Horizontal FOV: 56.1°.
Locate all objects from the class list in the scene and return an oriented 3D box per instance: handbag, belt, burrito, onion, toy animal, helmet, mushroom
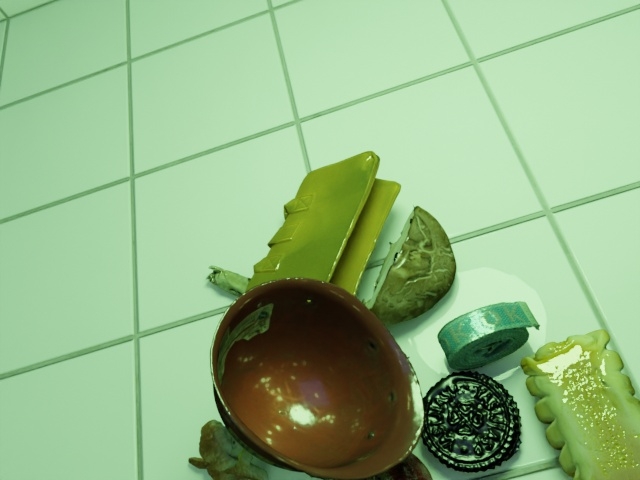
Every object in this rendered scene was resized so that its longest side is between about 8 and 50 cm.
[{"bbox_3d":[0.000,0.000,1.344,0.283,0.133,0.400,-2,54,43],"label":"handbag"},{"bbox_3d":[0.313,0.183,1.163,0.163,0.147,0.082,-3,51,-18],"label":"belt"},{"bbox_3d":[-0.208,0.100,1.429,0.149,0.041,0.055,22,83,23],"label":"burrito"},{"bbox_3d":[0.117,0.428,1.047,0.160,0.194,0.159,-7,54,10],"label":"onion"},{"bbox_3d":[-0.208,0.411,1.163,0.184,0.185,0.104,-6,61,14],"label":"toy animal"},{"bbox_3d":[-0.033,0.275,1.085,0.385,0.230,0.337,32,49,-1],"label":"helmet"},{"bbox_3d":[0.205,0.071,1.283,0.151,0.156,0.285,29,70,-1],"label":"mushroom"}]

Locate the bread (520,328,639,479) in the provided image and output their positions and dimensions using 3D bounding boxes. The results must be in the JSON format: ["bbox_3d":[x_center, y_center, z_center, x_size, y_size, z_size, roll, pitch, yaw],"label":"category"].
[{"bbox_3d":[0.476,0.319,1.043,0.173,0.121,0.311,-19,57,10],"label":"bread"}]

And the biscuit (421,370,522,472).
[{"bbox_3d":[0.280,0.339,1.133,0.195,0.053,0.194,-8,60,13],"label":"biscuit"}]
